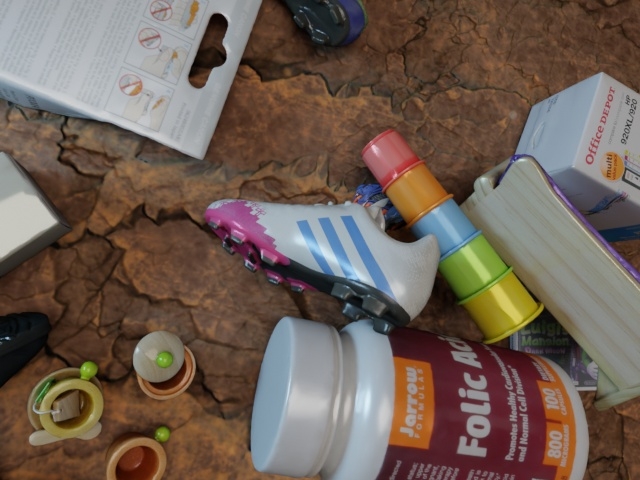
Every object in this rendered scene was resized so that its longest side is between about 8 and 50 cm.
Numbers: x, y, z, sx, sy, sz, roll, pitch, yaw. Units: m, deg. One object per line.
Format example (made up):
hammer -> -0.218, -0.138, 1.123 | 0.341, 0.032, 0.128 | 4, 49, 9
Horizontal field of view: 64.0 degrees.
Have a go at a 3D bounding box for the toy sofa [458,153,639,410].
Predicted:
toy sofa -> 0.363, 0.037, 0.731 | 0.362, 0.177, 0.150 | 50, 43, 11

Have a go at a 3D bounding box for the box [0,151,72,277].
box -> -0.456, 0.020, 0.613 | 0.275, 0.094, 0.113 | -37, 95, -16

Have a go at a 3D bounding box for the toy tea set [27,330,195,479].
toy tea set -> -0.261, 0.265, 0.604 | 0.200, 0.124, 0.336 | 22, 78, -31

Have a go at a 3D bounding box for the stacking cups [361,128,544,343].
stacking cups -> 0.176, -0.018, 0.709 | 0.096, 0.096, 0.316 | -30, 81, -16

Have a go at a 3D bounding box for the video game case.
video game case -> 0.410, 0.168, 0.876 | 0.190, 0.022, 0.173 | 3, 83, -15

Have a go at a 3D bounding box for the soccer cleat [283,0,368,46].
soccer cleat -> -0.036, -0.422, 0.794 | 0.289, 0.093, 0.121 | 51, 44, -1

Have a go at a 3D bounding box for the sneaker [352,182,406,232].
sneaker -> 0.068, -0.038, 0.782 | 0.221, 0.083, 0.087 | -31, 79, -22

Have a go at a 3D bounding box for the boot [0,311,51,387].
boot -> -0.416, 0.221, 0.601 | 0.246, 0.094, 0.207 | -29, 118, -40

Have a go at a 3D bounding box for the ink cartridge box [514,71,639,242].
ink cartridge box -> 0.466, -0.126, 0.846 | 0.232, 0.168, 0.171 | 25, 79, -12

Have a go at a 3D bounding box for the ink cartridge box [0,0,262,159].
ink cartridge box -> -0.300, -0.311, 0.705 | 0.385, 0.091, 0.308 | 21, 79, -19

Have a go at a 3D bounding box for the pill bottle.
pill bottle -> 0.120, 0.229, 0.683 | 0.392, 0.224, 0.224 | 13, 81, -14

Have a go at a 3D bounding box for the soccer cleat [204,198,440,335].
soccer cleat -> 0.000, 0.000, 0.679 | 0.331, 0.116, 0.143 | 24, 66, 26
